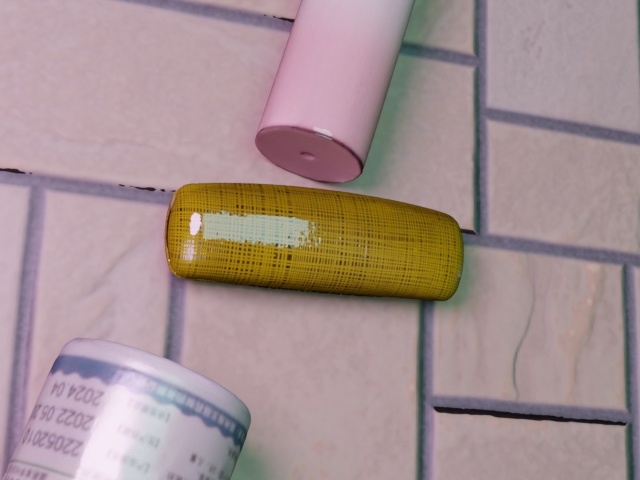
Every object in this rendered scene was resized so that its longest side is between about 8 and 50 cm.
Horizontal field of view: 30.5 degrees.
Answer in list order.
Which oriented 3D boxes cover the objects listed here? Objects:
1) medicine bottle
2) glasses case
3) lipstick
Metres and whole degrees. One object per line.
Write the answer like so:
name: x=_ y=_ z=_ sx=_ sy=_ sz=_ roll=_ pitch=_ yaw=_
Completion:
medicine bottle: x=-0.144 y=0.191 z=0.736 sx=0.139 sy=0.139 sz=0.237 roll=27 pitch=68 yaw=-13
glasses case: x=0.000 y=0.000 z=0.881 sx=0.234 sy=0.064 sz=0.079 roll=6 pitch=82 yaw=-20
lipstick: x=0.036 y=-0.209 z=0.935 sx=0.087 sy=0.087 sz=0.326 roll=23 pitch=69 yaw=-14
